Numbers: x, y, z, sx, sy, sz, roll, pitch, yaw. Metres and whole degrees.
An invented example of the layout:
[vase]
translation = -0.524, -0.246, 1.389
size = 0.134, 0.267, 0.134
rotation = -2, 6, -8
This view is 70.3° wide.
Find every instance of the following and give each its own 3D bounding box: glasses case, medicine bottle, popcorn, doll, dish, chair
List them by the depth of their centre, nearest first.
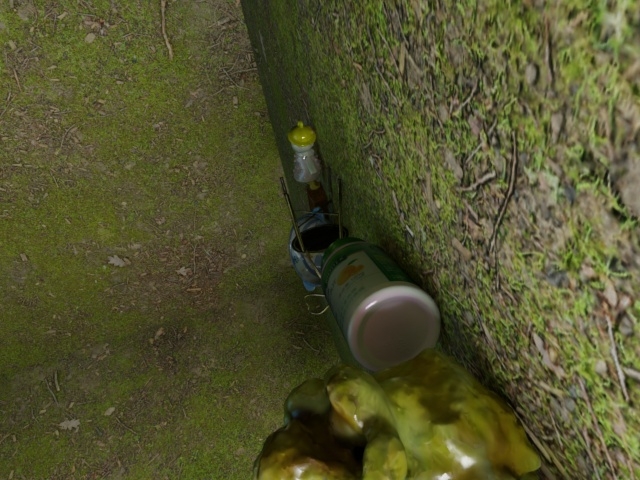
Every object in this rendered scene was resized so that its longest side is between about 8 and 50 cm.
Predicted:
[popcorn]
translation = 0.079, 0.233, 0.461
size = 0.225, 0.277, 0.276
rotation = -45, 60, 61
[medicine bottle]
translation = 0.076, 0.082, 0.719
size = 0.274, 0.134, 0.133
rotation = -121, 14, -71
[chair]
translation = 0.000, 0.000, 1.129
size = 0.170, 0.160, 0.325
rotation = -113, 9, -64
[doll]
translation = -0.041, -0.227, 1.216
size = 0.129, 0.081, 0.207
rotation = -123, 17, -45
[dish]
translation = 0.014, 0.030, 1.291
size = 0.228, 0.086, 0.236
rotation = 49, 131, 27
[glasses case]
translation = -0.005, -0.087, 1.446
size = 0.218, 0.049, 0.075
rotation = 81, 171, -57
